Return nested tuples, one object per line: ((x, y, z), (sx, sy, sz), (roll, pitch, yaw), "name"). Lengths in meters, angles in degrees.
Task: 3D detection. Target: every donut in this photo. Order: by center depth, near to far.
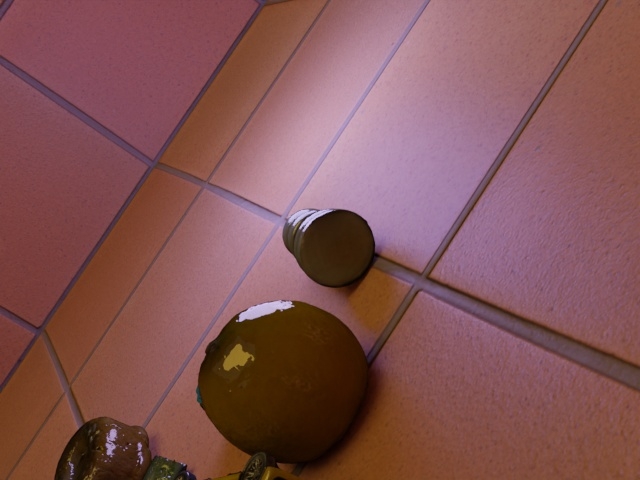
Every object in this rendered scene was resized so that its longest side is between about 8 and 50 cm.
((-0.423, 0.454, 1.951), (0.208, 0.128, 0.261), (-49, 25, 13), "donut")

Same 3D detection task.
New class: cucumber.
((-0.292, 0.480, 1.752), (0.078, 0.062, 0.211), (4, 48, 25), "cucumber")

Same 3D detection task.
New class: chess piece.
((0.000, 0.000, 1.771), (0.133, 0.133, 0.243), (-56, 15, -2), "chess piece")

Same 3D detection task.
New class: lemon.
((-0.067, 0.197, 1.480), (0.240, 0.219, 0.240), (-48, 23, 28), "lemon")

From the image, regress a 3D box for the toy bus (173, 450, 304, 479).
((-0.111, 0.399, 1.383), (0.330, 0.144, 0.152), (-27, 35, 51), "toy bus")

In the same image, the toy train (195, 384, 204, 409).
((-0.132, 0.234, 1.713), (0.198, 0.107, 0.154), (4, 68, 64), "toy train")
